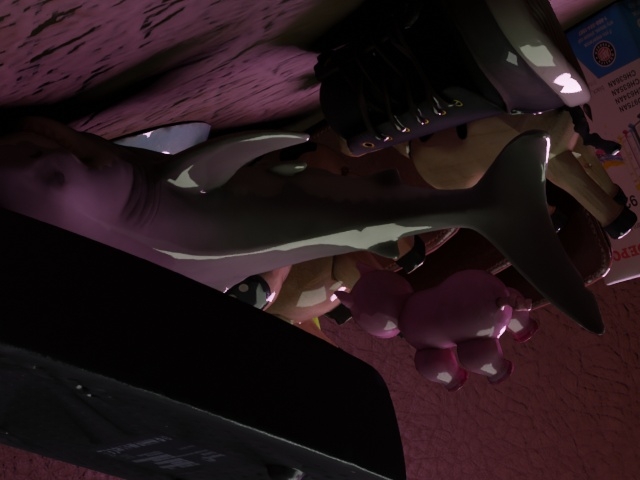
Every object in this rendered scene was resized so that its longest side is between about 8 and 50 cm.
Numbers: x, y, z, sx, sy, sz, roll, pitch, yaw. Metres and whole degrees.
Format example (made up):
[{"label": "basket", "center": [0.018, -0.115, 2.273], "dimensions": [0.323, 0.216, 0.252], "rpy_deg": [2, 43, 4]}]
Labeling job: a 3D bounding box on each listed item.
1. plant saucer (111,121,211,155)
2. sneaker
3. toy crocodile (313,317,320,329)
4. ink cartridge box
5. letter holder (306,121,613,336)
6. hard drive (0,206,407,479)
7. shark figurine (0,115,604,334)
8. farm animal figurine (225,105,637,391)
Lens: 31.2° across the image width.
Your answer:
[{"label": "plant saucer", "center": [-0.148, -0.014, 0.676], "dimensions": [0.195, 0.037, 0.195], "rpy_deg": [-22, 179, 0]}, {"label": "sneaker", "center": [0.050, -0.076, 0.519], "dimensions": [0.118, 0.083, 0.222], "rpy_deg": [-24, 180, 11]}, {"label": "toy crocodile", "center": [-0.099, 0.101, 1.087], "dimensions": [0.105, 0.115, 0.341], "rpy_deg": [-29, 165, 30]}, {"label": "ink cartridge box", "center": [0.324, -0.104, 1.052], "dimensions": [0.168, 0.232, 0.171], "rpy_deg": [-23, 179, -27]}, {"label": "letter holder", "center": [0.068, -0.005, 0.988], "dimensions": [0.152, 0.214, 0.302], "rpy_deg": [-23, 179, -38]}, {"label": "hard drive", "center": [-0.109, 0.045, 0.438], "dimensions": [0.255, 0.054, 0.172], "rpy_deg": [23, 155, -25]}, {"label": "shark figurine", "center": [-0.025, 0.010, 0.534], "dimensions": [0.278, 0.116, 0.166], "rpy_deg": [3, 174, -19]}, {"label": "farm animal figurine", "center": [0.000, 0.000, 0.731], "dimensions": [0.330, 0.172, 0.327], "rpy_deg": [-43, -166, 3]}]
